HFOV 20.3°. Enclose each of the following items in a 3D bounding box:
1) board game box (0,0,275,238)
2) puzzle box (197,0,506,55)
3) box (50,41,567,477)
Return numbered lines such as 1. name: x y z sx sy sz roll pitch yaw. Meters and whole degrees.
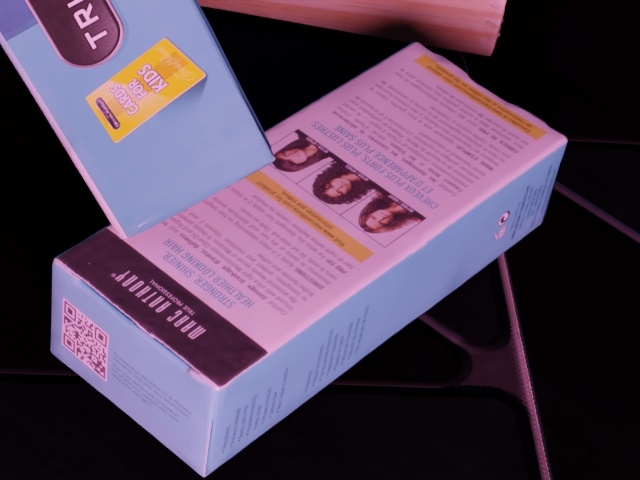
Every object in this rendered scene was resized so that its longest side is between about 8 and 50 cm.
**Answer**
1. board game box: -0.151 -0.199 0.740 0.079 0.336 0.254 -29 41 -2
2. puzzle box: -0.086 -0.241 1.061 0.409 0.052 0.272 10 44 0
3. box: 0.000 0.000 0.819 0.100 0.060 0.244 36 49 25
